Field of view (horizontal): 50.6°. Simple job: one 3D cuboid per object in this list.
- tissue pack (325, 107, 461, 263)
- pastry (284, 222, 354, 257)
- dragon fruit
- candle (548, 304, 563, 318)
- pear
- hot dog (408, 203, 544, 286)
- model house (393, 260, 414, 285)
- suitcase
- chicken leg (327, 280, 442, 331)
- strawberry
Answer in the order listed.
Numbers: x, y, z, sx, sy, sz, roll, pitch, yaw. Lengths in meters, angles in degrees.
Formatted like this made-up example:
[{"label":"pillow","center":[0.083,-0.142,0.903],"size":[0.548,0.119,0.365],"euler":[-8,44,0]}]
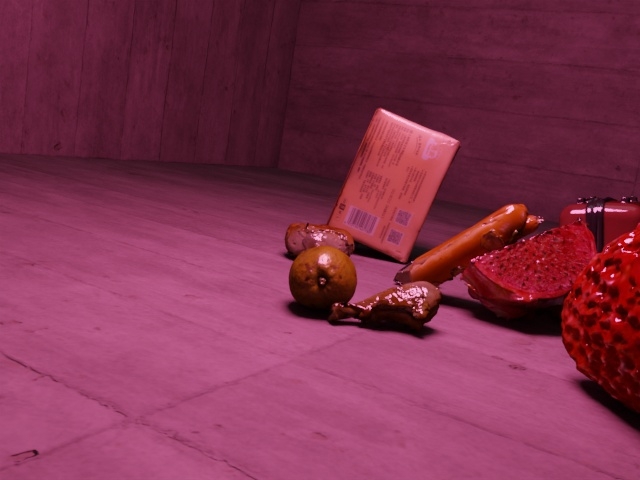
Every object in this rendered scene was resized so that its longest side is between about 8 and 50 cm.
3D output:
[{"label":"tissue pack","center":[0.175,-0.135,1.622],"size":[0.238,0.305,0.238],"euler":[22,11,-5]},{"label":"pastry","center":[-0.001,0.005,1.435],"size":[0.153,0.081,0.153],"euler":[5,0,0]},{"label":"dragon fruit","center":[0.375,0.076,1.189],"size":[0.274,0.161,0.126],"euler":[-19,65,-21]},{"label":"candle","center":[0.509,0.135,1.177],"size":[0.084,0.059,0.301],"euler":[-21,26,-40]},{"label":"pear","center":[0.004,0.060,1.045],"size":[0.107,0.107,0.131],"euler":[9,9,1]},{"label":"hot dog","center":[0.269,0.016,1.207],"size":[0.269,0.072,0.109],"euler":[-32,-8,24]},{"label":"model house","center":[0.191,0.069,1.334],"size":[0.058,0.057,0.083],"euler":[-18,10,42]},{"label":"suitcase","center":[0.583,0.028,1.370],"size":[0.161,0.236,0.297],"euler":[1,5,28]},{"label":"chicken leg","center":[0.099,0.102,1.006],"size":[0.178,0.070,0.093],"euler":[-1,18,-15]},{"label":"strawberry","center":[0.457,0.092,0.776],"size":[0.291,0.292,0.310],"euler":[9,-7,-1]}]
